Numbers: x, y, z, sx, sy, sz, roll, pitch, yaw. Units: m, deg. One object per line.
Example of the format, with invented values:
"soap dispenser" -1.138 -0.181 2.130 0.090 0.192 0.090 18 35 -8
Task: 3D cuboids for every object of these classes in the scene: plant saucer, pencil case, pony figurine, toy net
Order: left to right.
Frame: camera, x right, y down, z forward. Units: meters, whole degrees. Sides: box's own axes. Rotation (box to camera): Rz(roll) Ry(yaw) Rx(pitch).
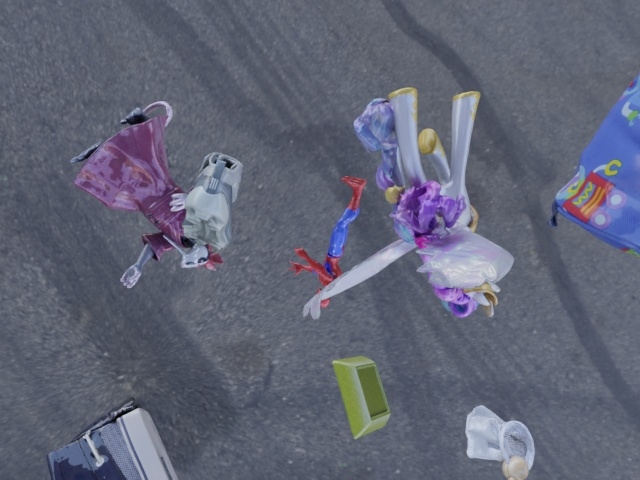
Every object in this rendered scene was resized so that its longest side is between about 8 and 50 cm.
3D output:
"plant saucer" 0.112 0.375 1.491 0.045 0.188 0.188 -23 74 23
"pony figurine" 0.157 -0.032 0.897 0.351 0.303 0.363 -13 93 -47
"toy net" 0.249 0.275 0.665 0.122 0.045 0.232 -13 53 -18
"pencil case" 0.307 -0.127 0.487 0.119 0.133 0.306 18 108 -9

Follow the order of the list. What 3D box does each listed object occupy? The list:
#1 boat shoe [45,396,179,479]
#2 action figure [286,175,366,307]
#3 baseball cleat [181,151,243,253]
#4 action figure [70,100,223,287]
"boat shoe" -0.279 0.422 0.899 0.158 0.127 0.340 -26 71 -12
"action figure" 0.000 0.000 1.262 0.139 0.091 0.280 13 101 8
"baseball cleat" -0.133 -0.049 0.790 0.072 0.206 0.109 24 76 -10
"action figure" -0.344 -0.077 1.311 0.248 0.275 0.370 -33 108 22
